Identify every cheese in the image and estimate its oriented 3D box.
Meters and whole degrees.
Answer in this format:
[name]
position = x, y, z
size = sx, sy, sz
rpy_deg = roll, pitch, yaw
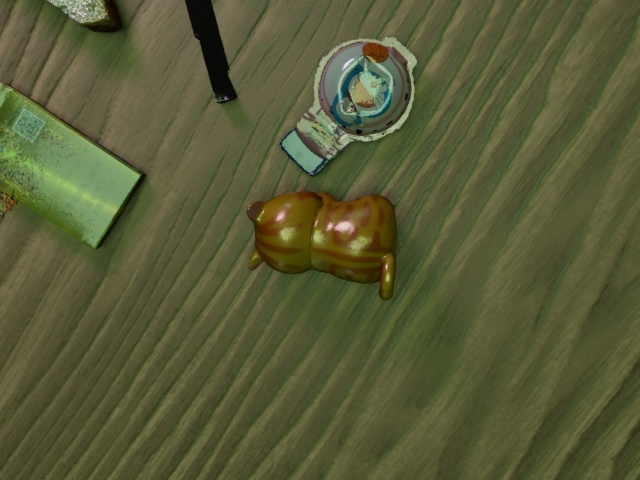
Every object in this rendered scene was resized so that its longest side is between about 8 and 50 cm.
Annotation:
[cheese]
position = 0.052, -0.242, 1.403
size = 0.286, 0.074, 0.189
rpy_deg = -44, 92, 9

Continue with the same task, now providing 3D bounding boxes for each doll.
[doll]
position = 0.014, -0.005, 1.399
size = 0.270, 0.162, 0.166
rpy_deg = 9, 114, 12

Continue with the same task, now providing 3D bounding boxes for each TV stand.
[TV stand]
position = -0.206, -0.377, 1.410
size = 0.040, 0.049, 0.256
rpy_deg = -14, 97, 4

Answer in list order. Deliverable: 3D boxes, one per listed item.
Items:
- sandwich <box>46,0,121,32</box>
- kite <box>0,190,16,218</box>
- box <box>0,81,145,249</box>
[sandwich]
position = -0.497, -0.502, 1.382
size = 0.254, 0.099, 0.288
rpy_deg = -9, 98, -2
[kite]
position = -0.657, -0.076, 1.500
size = 0.222, 0.008, 0.125
rpy_deg = -44, 91, 8
[box]
position = -0.503, -0.138, 1.460
size = 0.311, 0.043, 0.173
rpy_deg = 33, 95, -3
